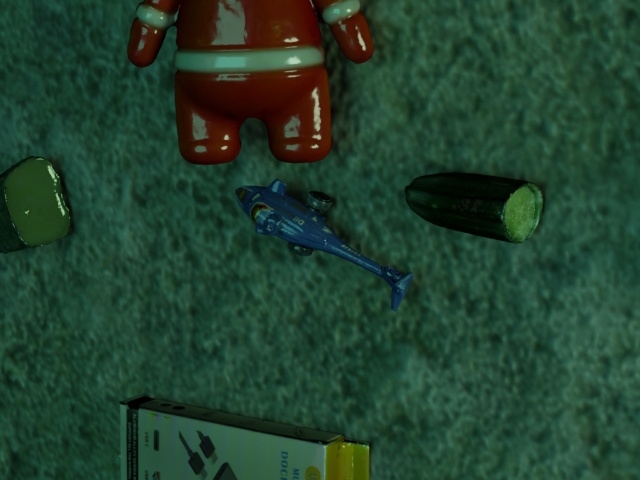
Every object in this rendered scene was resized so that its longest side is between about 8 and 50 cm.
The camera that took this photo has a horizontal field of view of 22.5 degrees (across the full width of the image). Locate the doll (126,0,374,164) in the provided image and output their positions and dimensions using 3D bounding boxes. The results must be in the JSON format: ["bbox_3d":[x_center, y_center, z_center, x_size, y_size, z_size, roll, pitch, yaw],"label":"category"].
[{"bbox_3d":[-0.060,-0.228,1.254,0.200,0.105,0.336,-1,102,12],"label":"doll"}]

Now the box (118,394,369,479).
[{"bbox_3d":[-0.071,0.214,1.382,0.247,0.033,0.129,6,100,32],"label":"box"}]

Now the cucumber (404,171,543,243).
[{"bbox_3d":[0.112,-0.027,1.217,0.105,0.048,0.048,10,103,34],"label":"cucumber"}]

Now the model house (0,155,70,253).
[{"bbox_3d":[-0.279,-0.031,1.469,0.083,0.066,0.078,-8,105,51],"label":"model house"}]

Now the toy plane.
[{"bbox_3d":[0.000,0.000,1.287,0.167,0.062,0.054,29,112,15],"label":"toy plane"}]
